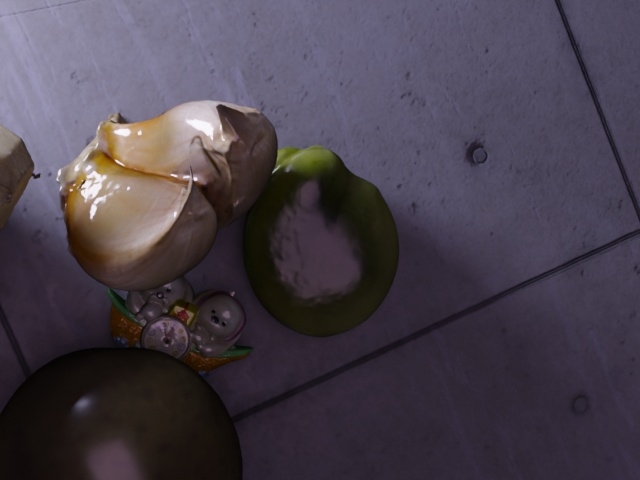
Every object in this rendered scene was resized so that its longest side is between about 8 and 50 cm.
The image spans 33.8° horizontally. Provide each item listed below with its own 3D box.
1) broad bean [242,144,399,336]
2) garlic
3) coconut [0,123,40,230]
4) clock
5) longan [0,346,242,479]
[{"bbox_3d":[0.000,0.000,1.583,0.238,0.119,0.291,-9,93,-12],"label":"broad bean"},{"bbox_3d":[-0.207,-0.075,1.454,0.286,0.313,0.249,-38,125,-46],"label":"garlic"},{"bbox_3d":[-0.588,-0.057,1.323,0.405,0.404,0.404,0,91,-12],"label":"coconut"},{"bbox_3d":[-0.204,0.116,1.549,0.231,0.103,0.144,26,93,-10],"label":"clock"},{"bbox_3d":[-0.276,0.322,1.437,0.361,0.361,0.360,0,91,-12],"label":"longan"}]
